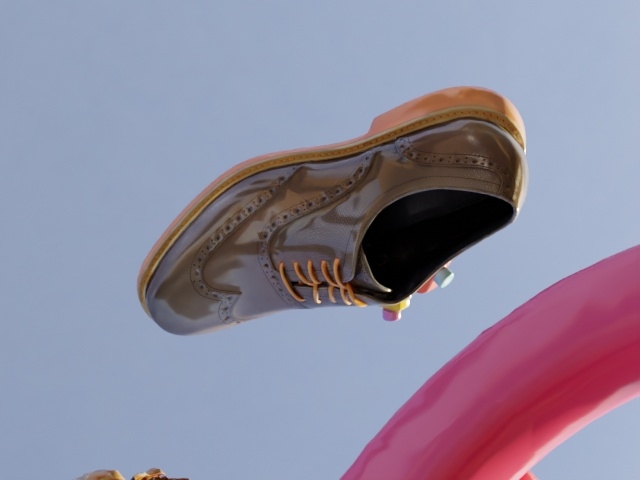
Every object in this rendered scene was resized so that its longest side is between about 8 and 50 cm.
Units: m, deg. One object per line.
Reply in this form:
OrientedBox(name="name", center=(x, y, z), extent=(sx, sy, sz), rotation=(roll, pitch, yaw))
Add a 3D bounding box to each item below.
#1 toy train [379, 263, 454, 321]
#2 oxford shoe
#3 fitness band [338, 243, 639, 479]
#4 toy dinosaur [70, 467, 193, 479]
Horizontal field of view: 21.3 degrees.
OrientedBox(name="toy train", center=(0.069, 0.007, 1.703), extent=(0.046, 0.125, 0.166), rotation=(-24, -125, -40))
OrientedBox(name="oxford shoe", center=(0.000, 0.000, 1.385), extent=(0.130, 0.364, 0.132), rotation=(48, -155, -32))
OrientedBox(name="fitness band", center=(0.062, 0.120, 0.318), extent=(0.054, 0.209, 0.291), rotation=(47, -114, -39))
OrientedBox(name="toy dinosaur", center=(-0.169, 0.239, 1.211), extent=(0.322, 0.218, 0.164), rotation=(10, -138, -51))
